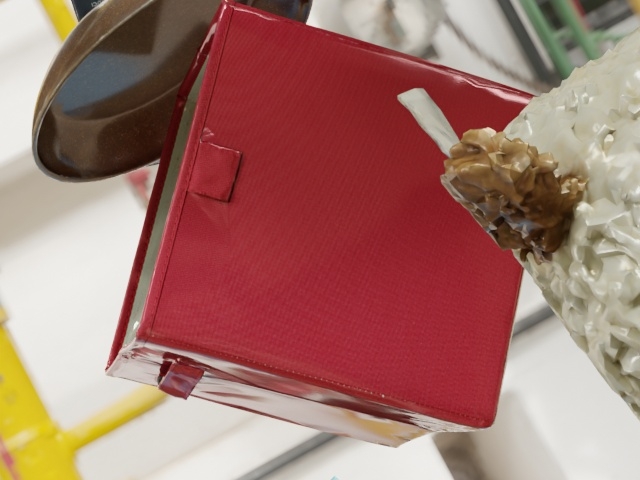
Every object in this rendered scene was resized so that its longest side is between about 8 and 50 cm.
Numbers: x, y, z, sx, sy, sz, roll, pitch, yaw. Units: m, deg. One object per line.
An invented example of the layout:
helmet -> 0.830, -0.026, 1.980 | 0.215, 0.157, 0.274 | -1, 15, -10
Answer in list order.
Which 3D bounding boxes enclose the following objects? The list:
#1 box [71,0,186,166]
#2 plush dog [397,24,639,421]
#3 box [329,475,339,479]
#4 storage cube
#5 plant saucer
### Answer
box -> -0.115, -0.168, 1.050 | 0.108, 0.207, 0.153 | -18, 11, -3
plush dog -> 0.175, -0.040, 0.515 | 0.225, 0.262, 0.210 | -38, -47, 10
box -> 0.050, 0.318, 1.553 | 0.060, 0.100, 0.244 | -44, -22, -5
storage cube -> 0.000, 0.000, 0.857 | 0.193, 0.215, 0.183 | 16, -15, -10
plant saucer -> -0.095, -0.111, 0.903 | 0.198, 0.036, 0.198 | -34, -15, -11
